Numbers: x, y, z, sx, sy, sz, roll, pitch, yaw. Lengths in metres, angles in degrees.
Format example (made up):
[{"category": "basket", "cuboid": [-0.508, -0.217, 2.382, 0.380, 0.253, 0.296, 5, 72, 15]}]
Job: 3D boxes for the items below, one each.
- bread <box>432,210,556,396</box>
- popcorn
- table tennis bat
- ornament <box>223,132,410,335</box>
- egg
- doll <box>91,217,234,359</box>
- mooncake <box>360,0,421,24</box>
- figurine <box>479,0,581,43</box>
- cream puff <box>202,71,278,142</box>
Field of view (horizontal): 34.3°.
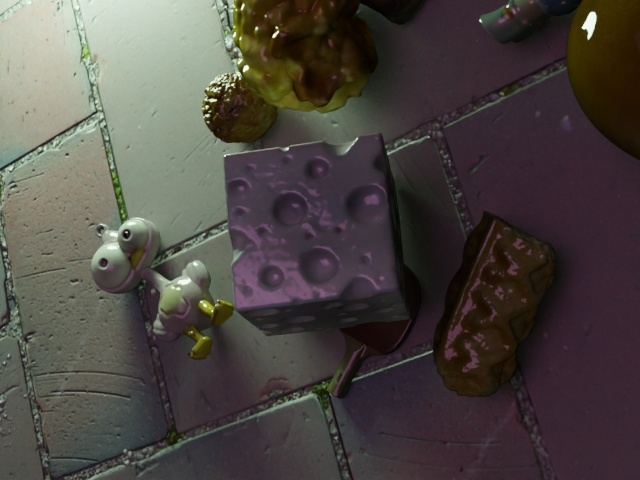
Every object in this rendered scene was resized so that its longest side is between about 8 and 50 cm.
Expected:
[{"category": "bread", "cuboid": [0.248, 0.101, 1.526, 0.267, 0.130, 0.152, -69, 22, 7]}, {"category": "popcorn", "cuboid": [-0.040, -0.360, 1.687, 0.225, 0.265, 0.332, -16, 55, 7]}, {"category": "table tennis bat", "cuboid": [0.076, 0.144, 1.693, 0.138, 0.022, 0.246, 31, 99, 32]}, {"category": "ornament", "cuboid": [0.000, 0.000, 1.574, 0.240, 0.240, 0.239, -8, 76, 6]}, {"category": "egg", "cuboid": [0.485, -0.224, 1.323, 0.351, 0.282, 0.282, 30, 100, 24]}, {"category": "doll", "cuboid": [-0.299, 0.073, 1.892, 0.365, 0.094, 0.160, 36, 100, 29]}, {"category": "mooncake", "cuboid": [0.120, -0.432, 1.700, 0.125, 0.073, 0.130, 36, 105, 28]}, {"category": "figurine", "cuboid": [0.404, -0.420, 1.486, 0.205, 0.224, 0.382, 54, 138, 13]}, {"category": "cream puff", "cuboid": [-0.148, -0.236, 1.827, 0.144, 0.103, 0.126, -20, 75, 35]}]
